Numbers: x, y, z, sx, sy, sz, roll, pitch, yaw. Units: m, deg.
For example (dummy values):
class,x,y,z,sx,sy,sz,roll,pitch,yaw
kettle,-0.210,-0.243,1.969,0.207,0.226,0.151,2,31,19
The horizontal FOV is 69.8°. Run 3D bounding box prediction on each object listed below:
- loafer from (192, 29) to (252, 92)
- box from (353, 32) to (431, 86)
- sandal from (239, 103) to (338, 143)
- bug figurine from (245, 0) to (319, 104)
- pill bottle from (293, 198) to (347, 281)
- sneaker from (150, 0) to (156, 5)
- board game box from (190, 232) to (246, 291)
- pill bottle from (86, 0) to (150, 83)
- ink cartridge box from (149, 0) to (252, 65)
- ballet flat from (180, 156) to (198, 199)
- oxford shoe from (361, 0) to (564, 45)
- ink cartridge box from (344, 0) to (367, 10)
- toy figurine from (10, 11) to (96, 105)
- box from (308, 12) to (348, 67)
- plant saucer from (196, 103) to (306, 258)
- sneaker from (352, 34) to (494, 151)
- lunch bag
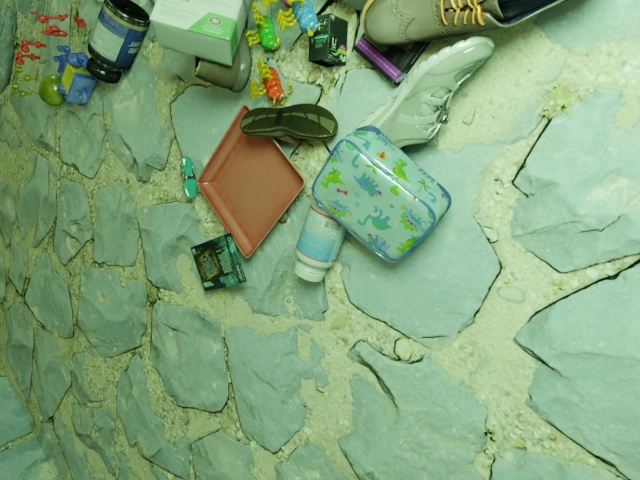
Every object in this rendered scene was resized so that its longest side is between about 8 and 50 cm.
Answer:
class,x,y,z,sx,sy,sz,roll,pitch,yaw
loafer,-0.256,-0.498,1.017,0.134,0.130,0.365,-46,57,48
box,0.146,-0.379,0.819,0.116,0.029,0.162,51,123,22
sandal,-0.064,-0.235,0.964,0.220,0.060,0.089,2,61,19
bug figurine,-0.080,-0.423,0.931,0.279,0.072,0.216,-45,56,56
pill bottle,0.000,0.000,0.934,0.087,0.087,0.160,33,113,31
sneaker,-0.400,-0.702,1.171,0.081,0.080,0.211,36,114,26
board game box,-0.258,0.059,1.147,0.186,0.026,0.126,-15,93,49
pill bottle,-0.580,-0.562,1.297,0.219,0.123,0.122,-48,67,31
ink cartridge box,-0.226,-0.479,0.917,0.155,0.093,0.212,13,76,-3
ballet flat,-0.351,-0.165,1.223,0.041,0.041,0.114,-6,91,38
oxford shoe,0.214,-0.362,0.662,0.364,0.132,0.129,-8,128,33
ink cartridge box,0.102,-0.493,0.795,0.109,0.063,0.150,21,100,47
toy figurine,-0.821,-0.503,1.457,0.362,0.191,0.217,-43,74,34
box,0.015,-0.390,0.896,0.052,0.062,0.083,8,100,38
plant saucer,-0.159,-0.135,1.068,0.258,0.048,0.259,-49,67,30
sneaker,0.184,-0.223,0.779,0.115,0.105,0.281,54,131,4
lunch bag,0.098,-0.077,0.803,0.219,0.090,0.176,41,138,7
